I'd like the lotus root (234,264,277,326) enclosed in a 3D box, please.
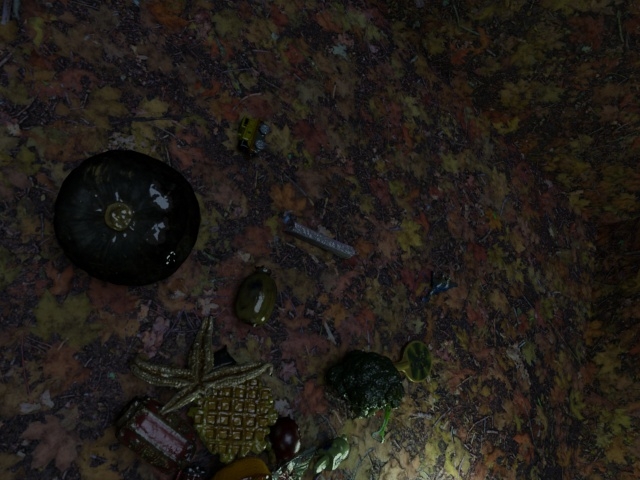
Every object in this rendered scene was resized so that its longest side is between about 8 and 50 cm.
[{"bbox_3d":[-0.247,0.206,1.714,0.153,0.154,0.279,27,59,-23],"label":"lotus root"}]

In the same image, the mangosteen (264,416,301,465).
[{"bbox_3d":[-0.160,0.746,1.622,0.181,0.156,0.146,2,111,-14],"label":"mangosteen"}]

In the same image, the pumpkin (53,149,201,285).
[{"bbox_3d":[-0.624,-0.072,1.429,0.453,0.344,0.456,-1,92,-14],"label":"pumpkin"}]

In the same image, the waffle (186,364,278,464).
[{"bbox_3d":[-0.305,0.618,1.561,0.325,0.068,0.302,47,53,9],"label":"waffle"}]

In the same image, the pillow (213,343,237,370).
[{"bbox_3d":[-0.393,0.457,1.598,0.150,0.090,0.048,-26,133,-32],"label":"pillow"}]

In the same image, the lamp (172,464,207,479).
[{"bbox_3d":[-0.454,0.874,1.418,0.118,0.118,0.254,29,62,-22],"label":"lamp"}]

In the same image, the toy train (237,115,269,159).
[{"bbox_3d":[-0.303,-0.453,1.892,0.127,0.089,0.220,19,68,-16],"label":"toy train"}]

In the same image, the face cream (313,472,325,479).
[{"bbox_3d":[0.006,0.976,1.731,0.040,0.021,0.083,-41,100,-32],"label":"face cream"}]

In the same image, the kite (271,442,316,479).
[{"bbox_3d":[-0.109,0.909,1.625,0.268,0.013,0.323,46,68,-39],"label":"kite"}]

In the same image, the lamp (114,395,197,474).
[{"bbox_3d":[-0.530,0.628,1.403,0.274,0.177,0.177,47,58,-12],"label":"lamp"}]

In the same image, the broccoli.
[{"bbox_3d":[0.184,0.612,1.809,0.303,0.321,0.284,-7,111,-23],"label":"broccoli"}]

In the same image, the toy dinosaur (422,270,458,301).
[{"bbox_3d":[0.648,0.270,2.316,0.247,0.075,0.189,25,75,-30],"label":"toy dinosaur"}]

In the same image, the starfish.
[{"bbox_3d":[-0.420,0.433,1.523,0.431,0.083,0.324,-20,51,-36],"label":"starfish"}]

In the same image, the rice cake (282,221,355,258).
[{"bbox_3d":[0.000,0.000,1.968,0.364,0.072,0.056,24,68,-23],"label":"rice cake"}]

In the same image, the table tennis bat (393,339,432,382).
[{"bbox_3d":[0.428,0.595,2.090,0.320,0.050,0.199,-2,80,-37],"label":"table tennis bat"}]

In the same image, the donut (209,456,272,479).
[{"bbox_3d":[-0.277,0.849,1.468,0.253,0.254,0.118,-4,35,-33],"label":"donut"}]

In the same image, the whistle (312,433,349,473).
[{"bbox_3d":[0.041,0.861,1.725,0.227,0.084,0.105,-9,108,-52],"label":"whistle"}]

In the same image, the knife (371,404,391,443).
[{"bbox_3d":[0.289,0.825,1.950,0.078,0.022,0.166,42,60,-22],"label":"knife"}]
